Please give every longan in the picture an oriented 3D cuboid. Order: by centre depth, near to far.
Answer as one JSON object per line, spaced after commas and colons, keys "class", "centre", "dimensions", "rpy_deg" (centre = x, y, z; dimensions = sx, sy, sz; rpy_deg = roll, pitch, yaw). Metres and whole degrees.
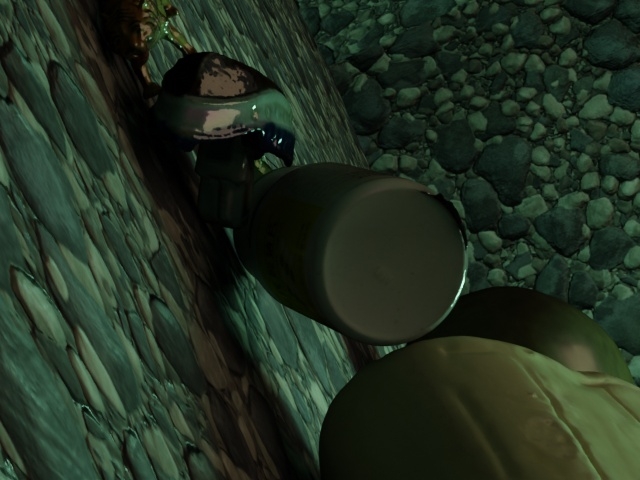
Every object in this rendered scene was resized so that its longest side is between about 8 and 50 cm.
{"class": "longan", "centre": [0.254, 0.223, 2.327], "dimensions": [0.361, 0.361, 0.361], "rpy_deg": [-24, 90, -84]}

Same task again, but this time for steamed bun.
{"class": "steamed bun", "centre": [0.201, 0.294, 1.486], "dimensions": [0.456, 0.290, 0.371], "rpy_deg": [27, 24, -33]}

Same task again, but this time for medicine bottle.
{"class": "medicine bottle", "centre": [0.018, 0.003, 1.531], "dimensions": [0.143, 0.143, 0.258], "rpy_deg": [65, -14, -15]}

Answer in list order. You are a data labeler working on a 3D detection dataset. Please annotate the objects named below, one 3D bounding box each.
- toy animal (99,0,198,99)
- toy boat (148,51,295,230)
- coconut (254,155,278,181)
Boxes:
{"class": "toy animal", "centre": [-0.153, -0.199, 1.515], "dimensions": [0.241, 0.057, 0.099], "rpy_deg": [-104, 168, -57]}
{"class": "toy boat", "centre": [-0.085, -0.078, 1.471], "dimensions": [0.262, 0.114, 0.115], "rpy_deg": [49, 50, -75]}
{"class": "coconut", "centre": [-0.072, -0.073, 1.762], "dimensions": [0.158, 0.055, 0.133], "rpy_deg": [43, 22, -80]}
